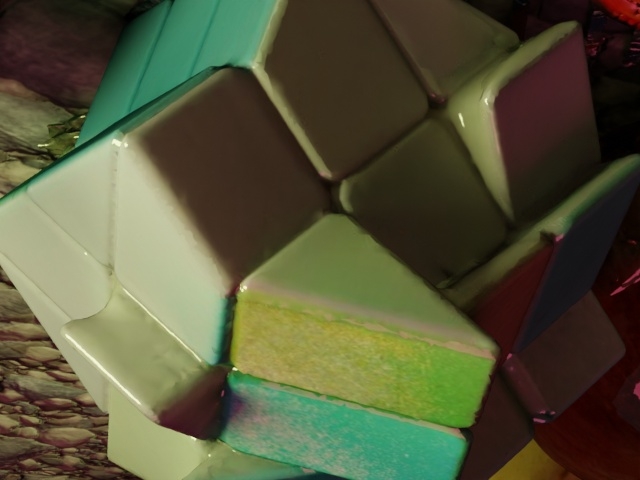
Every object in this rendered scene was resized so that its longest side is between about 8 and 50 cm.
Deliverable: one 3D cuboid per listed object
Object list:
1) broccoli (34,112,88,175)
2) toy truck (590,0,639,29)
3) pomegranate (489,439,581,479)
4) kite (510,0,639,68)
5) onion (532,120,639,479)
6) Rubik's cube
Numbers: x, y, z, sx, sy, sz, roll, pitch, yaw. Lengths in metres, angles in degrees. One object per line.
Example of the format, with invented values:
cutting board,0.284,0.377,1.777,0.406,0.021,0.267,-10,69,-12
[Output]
broccoli,-0.132,0.009,1.480,0.198,0.177,0.275,-15,165,16
toy truck,0.269,-0.201,0.911,0.239,0.265,0.189,20,151,-18
pomegranate,0.105,0.174,1.650,0.332,0.332,0.332,-1,155,0
kite,0.174,-0.194,1.196,0.169,0.015,0.310,2,152,-6
onion,0.287,0.054,1.404,0.353,0.354,0.353,-1,155,0
Rubik's cube,0.000,0.000,1.174,0.368,0.358,0.387,56,153,-10
